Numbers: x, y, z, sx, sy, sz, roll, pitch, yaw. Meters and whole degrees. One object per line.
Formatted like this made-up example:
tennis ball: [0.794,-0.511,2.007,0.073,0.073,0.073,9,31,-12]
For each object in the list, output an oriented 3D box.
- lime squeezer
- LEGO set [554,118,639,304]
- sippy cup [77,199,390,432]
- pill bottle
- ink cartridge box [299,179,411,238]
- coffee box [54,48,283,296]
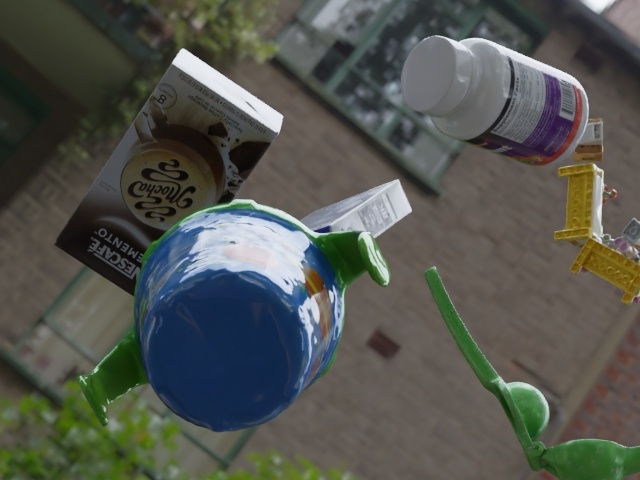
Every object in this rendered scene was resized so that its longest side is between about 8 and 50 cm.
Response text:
lime squeezer: [0.182,0.123,1.193,0.310,0.110,0.059,26,-3,27]
LEGO set: [0.358,-0.007,1.882,0.107,0.132,0.287,27,27,-48]
sippy cup: [-0.090,0.090,1.641,0.240,0.305,0.224,27,10,-3]
pill bottle: [0.179,-0.148,1.656,0.193,0.108,0.108,16,-8,-39]
ink cartridge box: [0.000,0.000,2.373,0.165,0.332,0.065,-20,-82,28]
coffee box: [-0.201,-0.081,2.120,0.168,0.297,0.119,33,15,-7]
